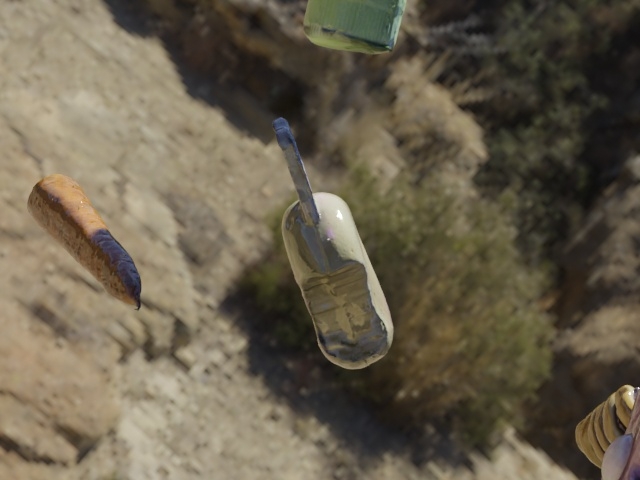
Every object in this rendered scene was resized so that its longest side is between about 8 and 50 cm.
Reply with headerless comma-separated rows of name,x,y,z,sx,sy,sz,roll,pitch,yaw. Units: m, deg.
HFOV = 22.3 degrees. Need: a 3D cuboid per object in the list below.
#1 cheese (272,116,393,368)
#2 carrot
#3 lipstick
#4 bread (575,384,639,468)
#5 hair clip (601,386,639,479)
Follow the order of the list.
cheese,0.000,0.000,1.673,0.163,0.082,0.286,-108,177,-53
carrot,-0.209,0.004,1.499,0.057,0.057,0.224,26,9,-37
lipstick,0.054,-0.289,1.208,0.076,0.304,0.076,14,3,-1
bread,0.383,0.235,1.920,0.134,0.081,0.225,14,-20,1
hair clip,0.212,0.192,1.069,0.075,0.146,0.257,12,36,-2
